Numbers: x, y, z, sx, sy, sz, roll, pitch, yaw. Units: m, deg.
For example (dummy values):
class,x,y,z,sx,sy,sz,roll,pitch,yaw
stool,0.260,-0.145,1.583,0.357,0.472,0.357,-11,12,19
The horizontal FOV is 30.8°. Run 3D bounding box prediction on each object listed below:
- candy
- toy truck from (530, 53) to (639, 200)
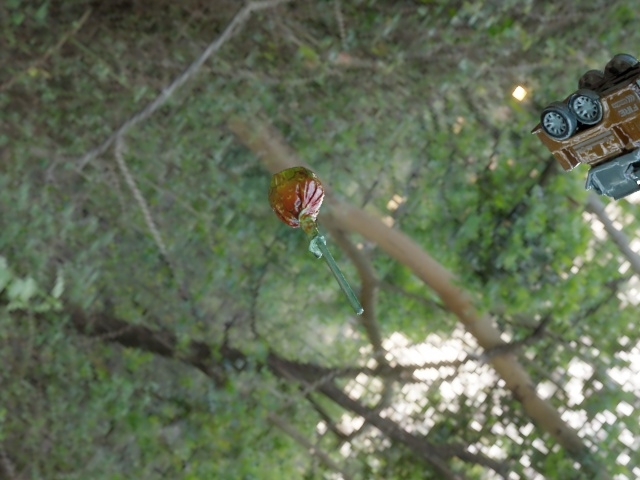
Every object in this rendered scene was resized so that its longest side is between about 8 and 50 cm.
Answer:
class,x,y,z,sx,sy,sz,roll,pitch,yaw
candy,0.000,0.000,1.134,0.060,0.060,0.201,-52,-136,26
toy truck,0.472,-0.175,1.603,0.133,0.184,0.338,-41,-170,-35
